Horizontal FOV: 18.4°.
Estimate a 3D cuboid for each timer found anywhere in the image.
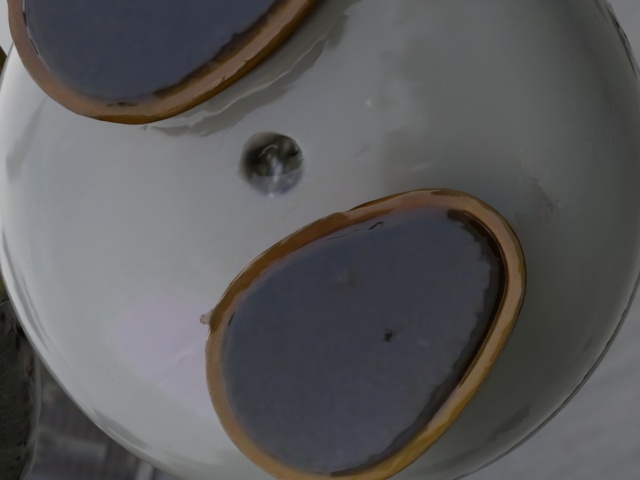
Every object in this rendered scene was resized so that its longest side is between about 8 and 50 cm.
[{"bbox_3d":[0.003,-0.020,0.705,0.240,0.233,0.233,7,-84,-78],"label":"timer"}]

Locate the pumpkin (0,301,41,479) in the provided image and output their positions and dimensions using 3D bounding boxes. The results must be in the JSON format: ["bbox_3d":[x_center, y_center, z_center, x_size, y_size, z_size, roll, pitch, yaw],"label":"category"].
[{"bbox_3d":[-0.299,0.102,1.207,0.232,0.242,0.325,13,-81,-48],"label":"pumpkin"}]

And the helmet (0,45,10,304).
[{"bbox_3d":[-0.226,-0.069,0.939,0.257,0.205,0.140,-134,45,-53],"label":"helmet"}]
